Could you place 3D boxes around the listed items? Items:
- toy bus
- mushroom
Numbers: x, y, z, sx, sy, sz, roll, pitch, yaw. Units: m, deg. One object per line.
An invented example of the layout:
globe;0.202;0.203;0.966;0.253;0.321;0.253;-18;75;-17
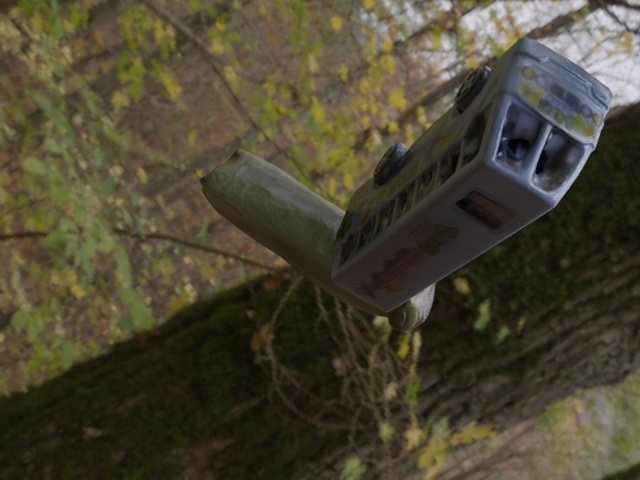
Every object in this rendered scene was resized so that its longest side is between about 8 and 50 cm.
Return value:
toy bus;0.120;-0.045;0.899;0.109;0.136;0.330;31;-30;-10
mushroom;0.000;0.000;1.170;0.312;0.081;0.100;33;43;12
